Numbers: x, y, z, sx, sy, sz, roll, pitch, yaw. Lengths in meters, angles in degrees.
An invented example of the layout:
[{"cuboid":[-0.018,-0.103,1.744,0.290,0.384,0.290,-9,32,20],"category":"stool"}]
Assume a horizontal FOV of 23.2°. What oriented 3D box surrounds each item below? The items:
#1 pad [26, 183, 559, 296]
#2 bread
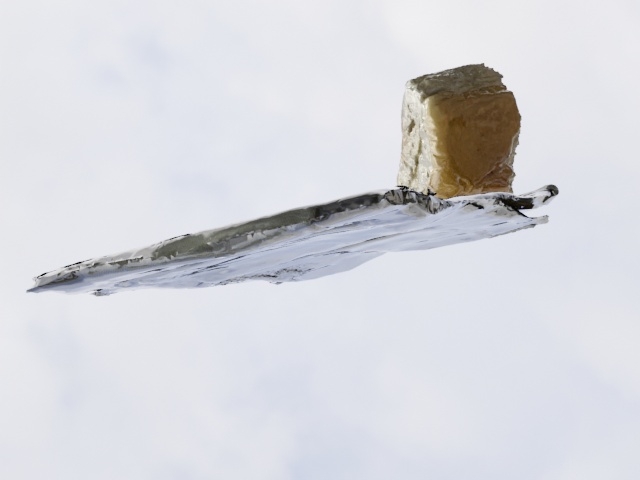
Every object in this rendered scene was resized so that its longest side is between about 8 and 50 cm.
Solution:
[{"cuboid":[0.000,0.001,0.719,0.233,0.174,0.022,-3,-100,-65],"category":"pad"},{"cuboid":[0.124,-0.085,1.375,0.082,0.125,0.106,24,-150,39],"category":"bread"}]
